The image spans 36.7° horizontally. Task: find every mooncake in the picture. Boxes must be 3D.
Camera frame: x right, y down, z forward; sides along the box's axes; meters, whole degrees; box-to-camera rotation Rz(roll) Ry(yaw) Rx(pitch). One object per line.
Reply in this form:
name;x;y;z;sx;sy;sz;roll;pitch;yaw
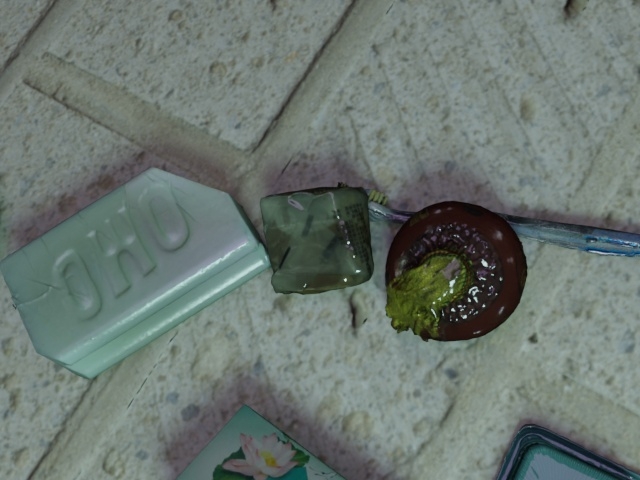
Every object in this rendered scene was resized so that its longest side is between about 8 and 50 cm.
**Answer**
mooncake;0.000;0.000;1.135;0.130;0.073;0.125;-6;94;23

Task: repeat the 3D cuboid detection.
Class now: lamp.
lamp;0.144;0.034;1.052;0.156;0.135;0.157;2;85;20

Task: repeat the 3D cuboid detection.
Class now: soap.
soap;-0.224;0.027;1.177;0.289;0.095;0.173;-32;66;1

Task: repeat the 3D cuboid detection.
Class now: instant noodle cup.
instant noodle cup;0.241;0.290;0.976;0.157;0.070;0.179;23;76;19

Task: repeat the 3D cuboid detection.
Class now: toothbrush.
toothbrush;0.207;-0.019;1.117;0.413;0.035;0.042;10;61;17

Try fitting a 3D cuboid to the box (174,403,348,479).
box;-0.034;0.305;0.999;0.245;0.092;0.153;30;64;27
